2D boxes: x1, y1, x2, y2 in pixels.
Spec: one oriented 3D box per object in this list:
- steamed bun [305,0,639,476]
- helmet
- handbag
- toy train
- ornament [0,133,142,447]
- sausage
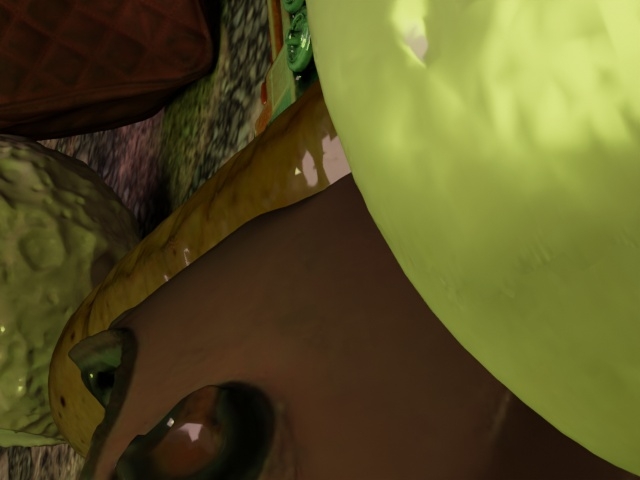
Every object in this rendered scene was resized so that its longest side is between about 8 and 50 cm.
[{"bbox_3d":[0.201,-0.177,0.427,0.371,0.290,0.456,-36,42,52],"label":"steamed bun"},{"bbox_3d":[0.063,0.099,0.668,0.197,0.271,0.338,-39,27,5],"label":"helmet"},{"bbox_3d":[-0.201,-0.156,1.469,0.135,0.225,0.146,158,100,-67],"label":"handbag"},{"bbox_3d":[-0.001,-0.127,1.171,0.118,0.074,0.176,123,150,-46],"label":"toy train"},{"bbox_3d":[-0.251,0.036,1.436,0.259,0.259,0.225,161,115,-64],"label":"ornament"},{"bbox_3d":[-0.001,0.001,0.969,0.136,0.123,0.501,-36,-3,-45],"label":"sausage"}]
